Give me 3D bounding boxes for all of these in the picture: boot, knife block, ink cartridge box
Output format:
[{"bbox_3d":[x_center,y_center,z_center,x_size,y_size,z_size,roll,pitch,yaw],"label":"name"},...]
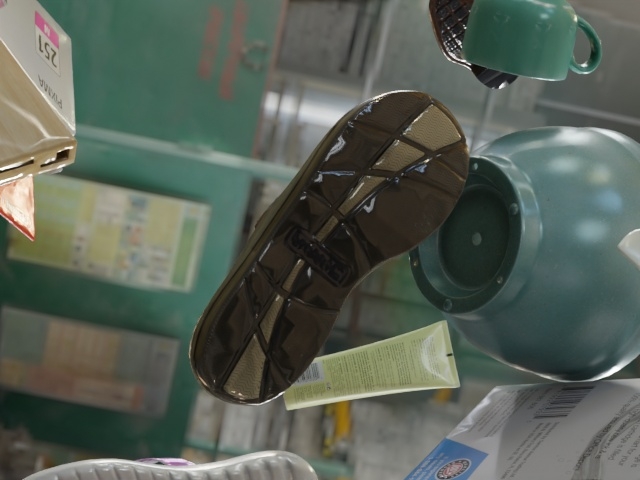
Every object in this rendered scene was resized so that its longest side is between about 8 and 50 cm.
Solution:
[{"bbox_3d":[0.186,-0.293,2.138,0.219,0.082,0.106,42,16,-50],"label":"boot"},{"bbox_3d":[-0.325,-0.162,1.325,0.276,0.088,0.242,2,-70,56],"label":"knife block"},{"bbox_3d":[0.312,0.269,1.651,0.285,0.395,0.166,-35,112,-51],"label":"ink cartridge box"},{"bbox_3d":[-0.327,-0.164,1.579,0.275,0.060,0.239,51,27,-59],"label":"ink cartridge box"}]

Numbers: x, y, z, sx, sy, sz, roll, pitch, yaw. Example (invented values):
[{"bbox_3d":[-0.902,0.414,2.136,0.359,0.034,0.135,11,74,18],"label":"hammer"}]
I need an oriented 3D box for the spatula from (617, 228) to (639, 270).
[{"bbox_3d":[0.344,0.039,1.190,0.168,0.242,0.019,-47,-179,-40],"label":"spatula"}]

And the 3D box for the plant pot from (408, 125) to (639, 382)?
[{"bbox_3d":[0.223,0.005,1.764,0.293,0.196,0.293,-11,-105,48],"label":"plant pot"}]

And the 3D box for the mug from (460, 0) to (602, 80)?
[{"bbox_3d":[0.249,-0.253,1.907,0.129,0.158,0.097,24,-71,41],"label":"mug"}]

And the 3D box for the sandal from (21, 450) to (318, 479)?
[{"bbox_3d":[-0.208,0.345,2.081,0.102,0.416,0.169,-137,-129,-62],"label":"sandal"}]

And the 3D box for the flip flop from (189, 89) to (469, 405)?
[{"bbox_3d":[0.000,0.000,1.155,0.277,0.112,0.080,-52,-157,-13],"label":"flip flop"}]

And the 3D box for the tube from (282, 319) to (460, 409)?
[{"bbox_3d":[0.064,0.179,2.172,0.062,0.240,0.070,-103,180,-55],"label":"tube"}]
